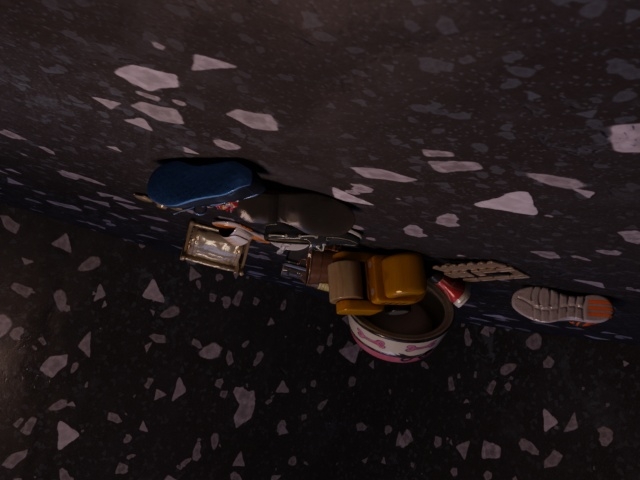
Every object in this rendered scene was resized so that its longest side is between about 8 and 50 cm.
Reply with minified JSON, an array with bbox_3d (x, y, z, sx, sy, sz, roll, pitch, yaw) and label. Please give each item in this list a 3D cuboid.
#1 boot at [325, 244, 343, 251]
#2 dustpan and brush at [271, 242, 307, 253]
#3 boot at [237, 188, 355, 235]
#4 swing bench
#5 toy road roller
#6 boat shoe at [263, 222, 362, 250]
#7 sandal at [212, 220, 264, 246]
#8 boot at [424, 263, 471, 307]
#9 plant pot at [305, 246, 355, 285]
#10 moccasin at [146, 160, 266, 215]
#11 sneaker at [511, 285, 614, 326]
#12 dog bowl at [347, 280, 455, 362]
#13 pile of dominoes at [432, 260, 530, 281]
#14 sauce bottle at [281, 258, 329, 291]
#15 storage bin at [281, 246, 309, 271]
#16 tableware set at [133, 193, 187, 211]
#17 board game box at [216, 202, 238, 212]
[{"bbox_3d":[0.000,0.000,1.902,0.085,0.059,0.158,12,172,35],"label":"boot"},{"bbox_3d":[-0.131,0.014,2.114,0.147,0.060,0.211,16,169,-13],"label":"dustpan and brush"},{"bbox_3d":[-0.060,-0.089,1.481,0.306,0.112,0.115,10,-159,-9],"label":"boot"},{"bbox_3d":[-0.429,0.032,2.324,0.253,0.165,0.255,15,175,-14],"label":"swing bench"},{"bbox_3d":[0.207,0.130,1.908,0.330,0.202,0.240,4,160,-23],"label":"toy road roller"},{"bbox_3d":[-0.025,-0.010,1.770,0.303,0.091,0.114,10,166,8],"label":"boat shoe"},{"bbox_3d":[-0.292,-0.009,2.147,0.102,0.076,0.265,2,164,46],"label":"sandal"},{"bbox_3d":[0.447,0.135,2.038,0.176,0.088,0.244,41,-167,4],"label":"boot"},{"bbox_3d":[0.036,0.090,2.076,0.165,0.166,0.167,7,170,-5],"label":"plant pot"},{"bbox_3d":[-0.286,-0.121,1.405,0.342,0.137,0.117,7,172,35],"label":"moccasin"},{"bbox_3d":[0.832,0.244,1.965,0.321,0.124,0.180,8,167,27],"label":"sneaker"},{"bbox_3d":[0.284,0.284,2.129,0.408,0.150,0.408,4,-146,-3],"label":"dog bowl"},{"bbox_3d":[0.514,0.086,1.836,0.251,0.040,0.196,-9,156,44],"label":"pile of dominoes"},{"bbox_3d":[0.012,0.148,2.338,0.345,0.111,0.111,16,169,-6],"label":"sauce bottle"},{"bbox_3d":[-0.072,0.065,2.231,0.135,0.091,0.098,15,169,-12],"label":"storage bin"},{"bbox_3d":[-0.556,-0.133,1.982,0.169,0.020,0.141,8,166,33],"label":"tableware set"},{"bbox_3d":[-0.274,-0.109,1.725,0.133,0.033,0.168,13,170,4],"label":"board game box"}]
